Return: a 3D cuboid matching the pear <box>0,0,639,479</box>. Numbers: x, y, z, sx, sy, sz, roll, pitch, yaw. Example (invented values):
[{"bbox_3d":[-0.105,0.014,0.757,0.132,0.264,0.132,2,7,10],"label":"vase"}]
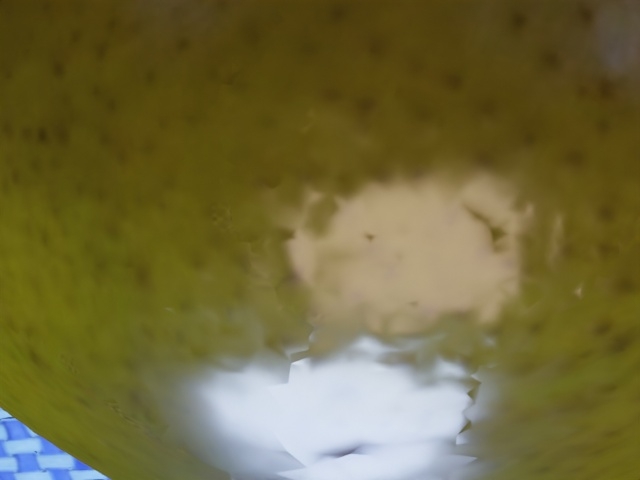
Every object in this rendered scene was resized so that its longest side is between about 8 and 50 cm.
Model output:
[{"bbox_3d":[0.000,0.000,0.577,0.386,0.191,0.340,-4,152,31],"label":"pear"}]
